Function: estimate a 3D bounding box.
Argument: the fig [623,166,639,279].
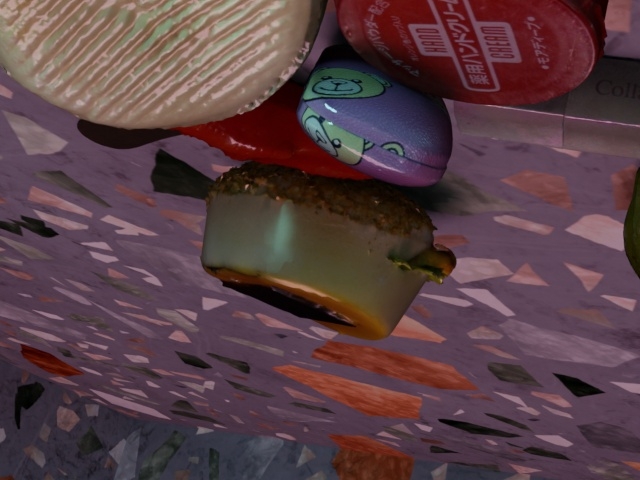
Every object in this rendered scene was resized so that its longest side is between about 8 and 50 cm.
[{"bbox_3d":[0.366,-0.018,1.131,0.123,0.123,0.156,-10,110,51],"label":"fig"}]

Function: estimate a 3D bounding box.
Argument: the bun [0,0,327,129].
[{"bbox_3d":[-0.128,-0.215,0.841,0.287,0.146,0.287,-3,138,-3],"label":"bun"}]

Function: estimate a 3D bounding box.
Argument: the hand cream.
[{"bbox_3d":[0.114,-0.193,0.785,0.193,0.125,0.193,15,160,6],"label":"hand cream"}]

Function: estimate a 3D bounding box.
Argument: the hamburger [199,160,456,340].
[{"bbox_3d":[0.000,0.000,1.311,0.294,0.179,0.276,24,168,-23],"label":"hamburger"}]

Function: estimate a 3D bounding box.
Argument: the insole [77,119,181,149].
[{"bbox_3d":[-0.201,-0.151,1.319,0.111,0.007,0.328,29,157,-30],"label":"insole"}]

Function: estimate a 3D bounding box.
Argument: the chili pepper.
[{"bbox_3d":[-0.067,-0.134,1.129,0.388,0.110,0.110,19,161,-26],"label":"chili pepper"}]

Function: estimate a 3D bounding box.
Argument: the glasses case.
[{"bbox_3d":[0.045,-0.112,0.932,0.123,0.075,0.316,25,-164,-4],"label":"glasses case"}]

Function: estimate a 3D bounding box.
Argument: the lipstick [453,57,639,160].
[{"bbox_3d":[0.280,-0.112,0.964,0.317,0.066,0.068,10,161,17],"label":"lipstick"}]
